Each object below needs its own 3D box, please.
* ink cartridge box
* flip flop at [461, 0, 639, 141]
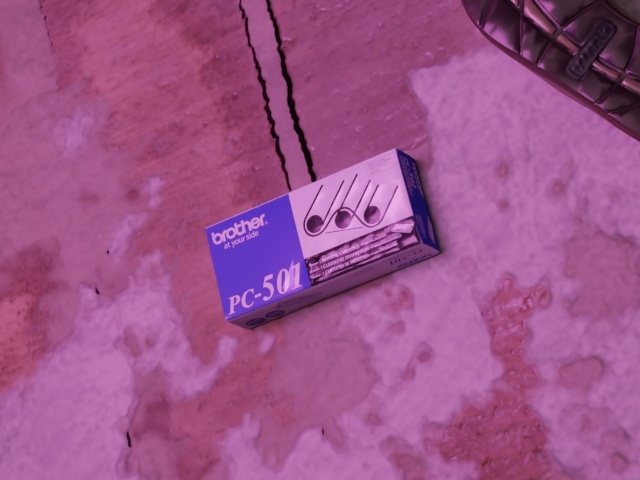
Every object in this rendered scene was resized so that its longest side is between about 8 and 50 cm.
[{"bbox_3d":[0.000,0.000,1.713,0.207,0.046,0.097,-22,69,21],"label":"ink cartridge box"},{"bbox_3d":[0.230,-0.178,1.625,0.277,0.080,0.112,40,93,13],"label":"flip flop"}]
